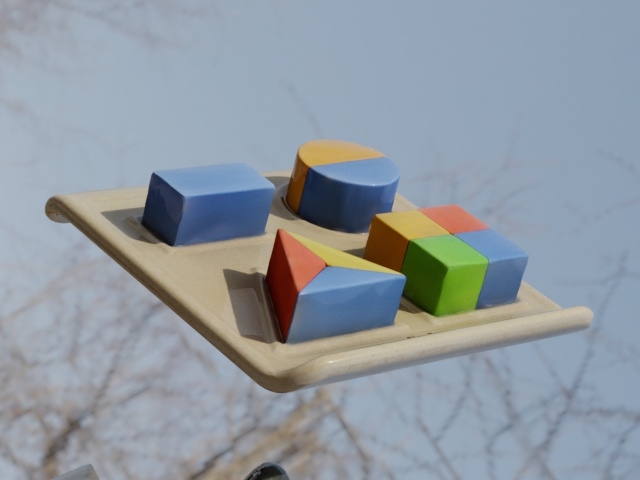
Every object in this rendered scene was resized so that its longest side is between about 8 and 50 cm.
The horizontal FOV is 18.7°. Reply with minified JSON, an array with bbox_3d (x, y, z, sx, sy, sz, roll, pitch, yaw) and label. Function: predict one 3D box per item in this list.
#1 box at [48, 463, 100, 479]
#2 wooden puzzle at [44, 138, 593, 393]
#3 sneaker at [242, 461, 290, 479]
[{"bbox_3d":[-0.201,0.408,1.695,0.215,0.168,0.345,-118,-176,-70],"label":"box"},{"bbox_3d":[0.000,0.000,1.560,0.348,0.322,0.080,32,-60,42],"label":"wooden puzzle"},{"bbox_3d":[-0.048,0.298,1.537,0.132,0.229,0.086,28,0,-3],"label":"sneaker"}]
